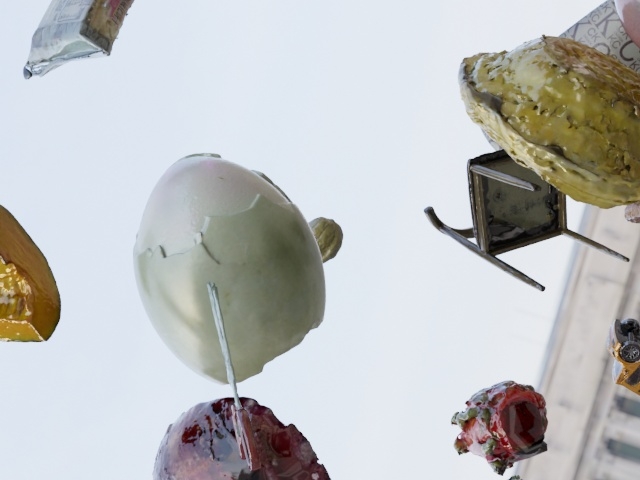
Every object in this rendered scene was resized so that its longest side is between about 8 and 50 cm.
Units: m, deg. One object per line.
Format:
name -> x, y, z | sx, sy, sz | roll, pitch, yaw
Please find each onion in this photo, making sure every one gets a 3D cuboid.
onion -> -0.127, 0.374, 2.026 | 0.146, 0.314, 0.280 | -23, -19, -50

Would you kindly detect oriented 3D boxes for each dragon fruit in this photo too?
dragon fruit -> 0.306, 0.324, 2.363 | 0.166, 0.160, 0.172 | -63, 5, -21

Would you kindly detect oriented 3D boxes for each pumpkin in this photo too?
pumpkin -> -0.544, 0.042, 2.134 | 0.169, 0.312, 0.148 | -32, 13, 36

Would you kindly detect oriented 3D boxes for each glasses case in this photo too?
glasses case -> 0.409, -0.263, 2.234 | 0.354, 0.137, 0.085 | -37, -8, 28

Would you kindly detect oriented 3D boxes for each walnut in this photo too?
walnut -> 0.000, 0.000, 2.484 | 0.092, 0.092, 0.092 | 17, -90, -71

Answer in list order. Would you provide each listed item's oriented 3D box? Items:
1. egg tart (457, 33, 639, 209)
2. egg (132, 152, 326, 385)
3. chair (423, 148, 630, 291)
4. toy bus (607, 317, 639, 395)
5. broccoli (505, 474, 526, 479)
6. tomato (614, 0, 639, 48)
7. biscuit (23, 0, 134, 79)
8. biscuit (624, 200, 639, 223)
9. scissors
egg tart -> 0.343, -0.174, 1.817 | 0.341, 0.341, 0.132 | -36, -23, -59
egg -> -0.144, 0.033, 2.063 | 0.336, 0.278, 0.278 | 63, -149, -7
chair -> 0.291, -0.057, 1.996 | 0.188, 0.272, 0.166 | -17, -68, -27
toy bus -> 0.530, 0.208, 2.189 | 0.088, 0.194, 0.083 | -56, 6, 28
broccoli -> 0.230, 0.387, 1.730 | 0.194, 0.194, 0.220 | -38, -40, -58
tomato -> 0.506, -0.357, 1.744 | 0.321, 0.321, 0.321 | 17, -90, -71
biscuit -> -0.344, -0.384, 2.115 | 0.079, 0.186, 0.309 | 39, -120, -37
biscuit -> 0.405, -0.019, 1.328 | 0.126, 0.206, 0.025 | 103, 175, -85
scissors -> -0.118, 0.176, 1.821 | 0.144, 0.017, 0.248 | 177, 81, -80
